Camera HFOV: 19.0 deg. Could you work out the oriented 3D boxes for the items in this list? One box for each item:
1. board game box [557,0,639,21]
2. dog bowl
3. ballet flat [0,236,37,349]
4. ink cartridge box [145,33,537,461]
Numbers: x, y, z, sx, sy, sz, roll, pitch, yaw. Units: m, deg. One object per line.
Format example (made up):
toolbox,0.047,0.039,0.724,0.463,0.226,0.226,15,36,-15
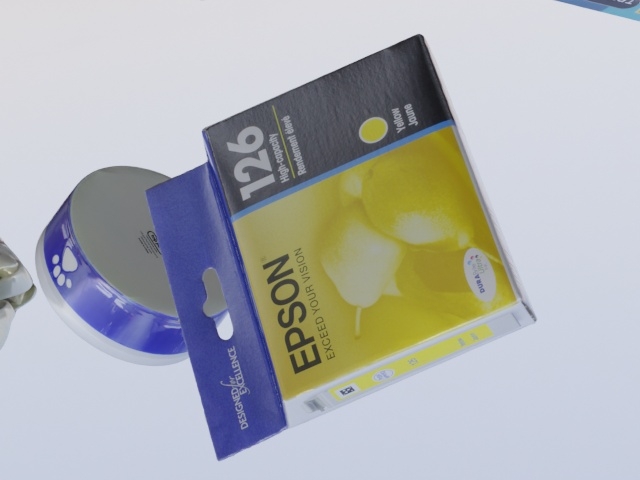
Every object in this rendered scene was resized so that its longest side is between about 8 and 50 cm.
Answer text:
board game box,0.235,-0.398,1.866,0.253,0.336,0.079,8,158,-33
dog bowl,-0.236,0.031,2.534,0.104,0.265,0.265,-50,171,37
ballet flat,-0.371,0.076,2.099,0.106,0.107,0.316,-21,-149,24
ink cartridge box,0.000,0.000,1.699,0.307,0.072,0.304,-23,-122,8
